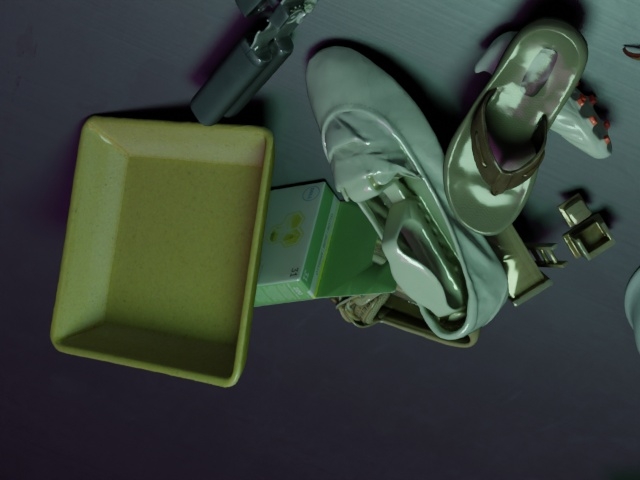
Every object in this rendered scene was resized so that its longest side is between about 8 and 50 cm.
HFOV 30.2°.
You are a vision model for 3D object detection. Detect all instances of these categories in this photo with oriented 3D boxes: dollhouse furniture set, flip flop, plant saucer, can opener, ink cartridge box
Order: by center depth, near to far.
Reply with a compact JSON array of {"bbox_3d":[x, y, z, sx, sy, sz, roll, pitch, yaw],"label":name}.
[{"bbox_3d":[0.215,-0.118,1.330,0.112,0.080,0.277,22,125,-3],"label":"flip flop"},{"bbox_3d":[-0.084,-0.248,1.434,0.095,0.076,0.283,56,139,5],"label":"can opener"},{"bbox_3d":[0.265,-0.040,1.546,0.161,0.101,0.182,-32,101,2],"label":"dollhouse furniture set"},{"bbox_3d":[-0.199,0.009,1.599,0.333,0.332,0.081,7,178,32],"label":"plant saucer"},{"bbox_3d":[0.000,0.000,1.600,0.235,0.171,0.056,-9,140,30],"label":"ink cartridge box"}]

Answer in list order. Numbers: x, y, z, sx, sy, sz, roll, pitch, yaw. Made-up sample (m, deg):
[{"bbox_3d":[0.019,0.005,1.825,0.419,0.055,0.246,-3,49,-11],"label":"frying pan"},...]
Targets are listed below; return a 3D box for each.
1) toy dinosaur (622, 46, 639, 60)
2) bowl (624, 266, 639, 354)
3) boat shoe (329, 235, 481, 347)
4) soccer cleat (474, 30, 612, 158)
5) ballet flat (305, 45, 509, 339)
[{"bbox_3d":[0.393,-0.202,1.301,0.090,0.047,0.082,40,120,-10],"label":"toy dinosaur"},{"bbox_3d":[0.549,0.141,1.580,0.298,0.134,0.297,12,142,10],"label":"bowl"},{"bbox_3d":[0.071,0.061,1.696,0.341,0.110,0.121,15,142,5],"label":"boat shoe"},{"bbox_3d":[0.262,-0.161,1.378,0.196,0.068,0.076,43,123,-17],"label":"soccer cleat"},{"bbox_3d":[0.096,-0.049,1.436,0.139,0.139,0.400,-23,106,41],"label":"ballet flat"}]
